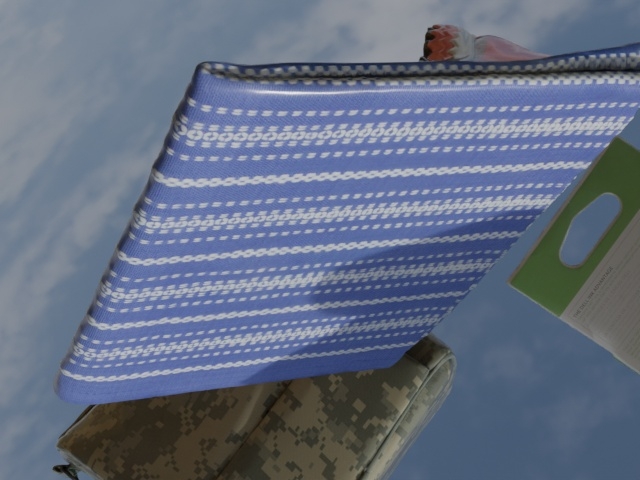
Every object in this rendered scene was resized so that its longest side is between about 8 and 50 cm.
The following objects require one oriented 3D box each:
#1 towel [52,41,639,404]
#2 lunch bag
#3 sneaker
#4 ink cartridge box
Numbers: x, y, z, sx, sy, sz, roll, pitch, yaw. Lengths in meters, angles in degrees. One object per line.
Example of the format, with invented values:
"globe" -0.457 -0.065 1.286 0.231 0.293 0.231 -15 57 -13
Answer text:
"towel" 0.000 0.000 0.707 0.336 0.243 0.040 -55 -133 54
"lunch bag" -0.056 0.149 1.173 0.256 0.212 0.305 36 -100 11
"sneaker" 0.135 -0.085 0.932 0.136 0.116 0.314 3 -155 6
"ink cartridge box" 0.310 0.034 1.189 0.171 0.235 0.056 -56 179 12
